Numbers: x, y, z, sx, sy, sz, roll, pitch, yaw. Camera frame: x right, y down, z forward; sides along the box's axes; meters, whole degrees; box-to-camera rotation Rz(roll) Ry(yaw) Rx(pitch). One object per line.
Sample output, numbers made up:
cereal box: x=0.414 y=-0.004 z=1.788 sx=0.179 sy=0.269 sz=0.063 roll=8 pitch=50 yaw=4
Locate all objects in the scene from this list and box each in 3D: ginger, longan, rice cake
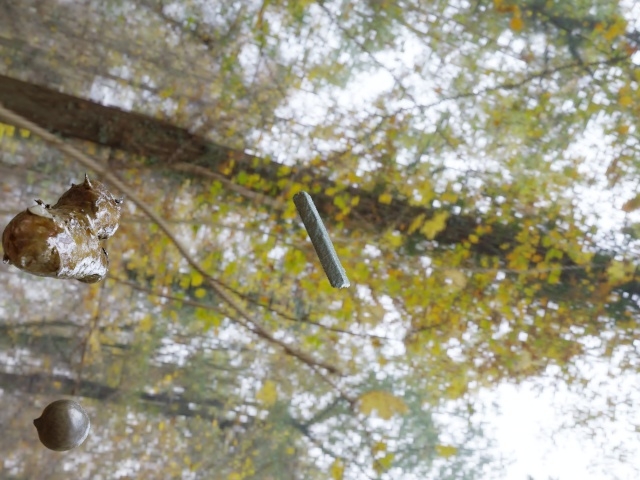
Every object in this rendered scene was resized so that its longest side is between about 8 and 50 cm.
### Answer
ginger: x=-0.552 y=-0.026 z=1.997 sx=0.418 sy=0.176 sz=0.254 roll=5 pitch=93 yaw=-81
longan: x=-0.513 y=0.366 z=1.823 sx=0.113 sy=0.113 sz=0.092 roll=-65 pitch=-145 yaw=19
rice cake: x=0.000 y=0.000 z=1.413 sx=0.029 sy=0.033 sz=0.171 roll=-28 pitch=-111 yaw=8
